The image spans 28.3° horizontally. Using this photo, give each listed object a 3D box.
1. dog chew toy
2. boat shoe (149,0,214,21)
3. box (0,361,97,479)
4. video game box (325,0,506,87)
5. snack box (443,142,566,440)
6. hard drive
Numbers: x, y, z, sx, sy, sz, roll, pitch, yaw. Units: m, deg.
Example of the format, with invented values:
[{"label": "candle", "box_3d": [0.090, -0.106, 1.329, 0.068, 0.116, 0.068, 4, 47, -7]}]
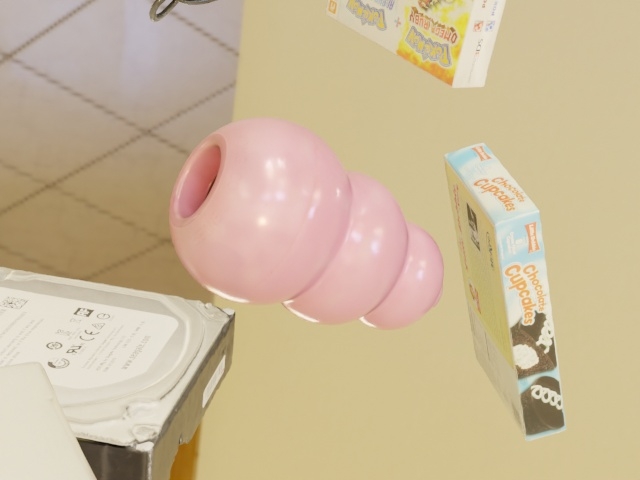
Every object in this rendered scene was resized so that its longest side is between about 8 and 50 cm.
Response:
[{"label": "dog chew toy", "box_3d": [0.000, 0.000, 1.414, 0.332, 0.206, 0.207, 26, 144, -29]}, {"label": "boat shoe", "box_3d": [-0.120, -0.281, 1.089, 0.156, 0.187, 0.500, 45, 169, -19]}, {"label": "box", "box_3d": [-0.243, 0.245, 0.612, 0.345, 0.215, 0.168, -41, 160, 29]}, {"label": "video game box", "box_3d": [0.094, -0.264, 1.177, 0.048, 0.205, 0.187, -10, 123, -35]}, {"label": "snack box", "box_3d": [0.225, 0.063, 1.552, 0.060, 0.187, 0.322, -17, 122, -6]}, {"label": "hard drive", "box_3d": [-0.255, 0.092, 0.965, 0.339, 0.237, 0.064, 9, 112, 9]}]
